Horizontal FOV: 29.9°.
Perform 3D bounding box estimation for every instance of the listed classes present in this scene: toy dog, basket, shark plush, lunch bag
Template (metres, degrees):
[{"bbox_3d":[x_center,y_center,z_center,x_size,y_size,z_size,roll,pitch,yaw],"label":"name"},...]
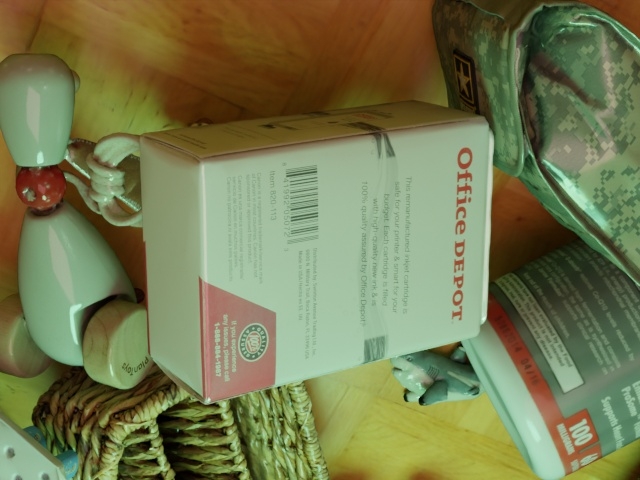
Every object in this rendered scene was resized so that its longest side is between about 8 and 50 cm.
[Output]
[{"bbox_3d":[-0.221,-0.014,1.146,0.220,0.161,0.333,26,120,13],"label":"toy dog"},{"bbox_3d":[-0.136,0.257,1.223,0.223,0.213,0.299,5,122,29],"label":"basket"},{"bbox_3d":[0.159,0.144,1.335,0.161,0.073,0.067,-4,87,1],"label":"shark plush"},{"bbox_3d":[0.222,-0.123,1.101,0.169,0.235,0.287,-45,111,6],"label":"lunch bag"}]

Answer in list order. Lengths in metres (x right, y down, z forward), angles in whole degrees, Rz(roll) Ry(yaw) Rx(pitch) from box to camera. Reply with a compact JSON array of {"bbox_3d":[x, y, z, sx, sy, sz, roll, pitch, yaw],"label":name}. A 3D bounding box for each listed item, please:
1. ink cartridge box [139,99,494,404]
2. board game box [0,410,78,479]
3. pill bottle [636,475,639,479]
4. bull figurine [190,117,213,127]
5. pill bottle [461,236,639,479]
[{"bbox_3d":[0.000,0.000,1.027,0.283,0.117,0.207,-10,110,-31],"label":"ink cartridge box"},{"bbox_3d":[-0.469,0.249,1.207,0.390,0.050,0.390,37,110,12],"label":"board game box"},{"bbox_3d":[0.436,0.359,1.388,0.204,0.204,0.361,22,112,-16],"label":"pill bottle"},{"bbox_3d":[-0.042,0.007,1.200,0.188,0.101,0.310,5,129,26],"label":"bull figurine"},{"bbox_3d":[0.337,0.076,1.225,0.363,0.210,0.210,-27,116,0],"label":"pill bottle"}]
